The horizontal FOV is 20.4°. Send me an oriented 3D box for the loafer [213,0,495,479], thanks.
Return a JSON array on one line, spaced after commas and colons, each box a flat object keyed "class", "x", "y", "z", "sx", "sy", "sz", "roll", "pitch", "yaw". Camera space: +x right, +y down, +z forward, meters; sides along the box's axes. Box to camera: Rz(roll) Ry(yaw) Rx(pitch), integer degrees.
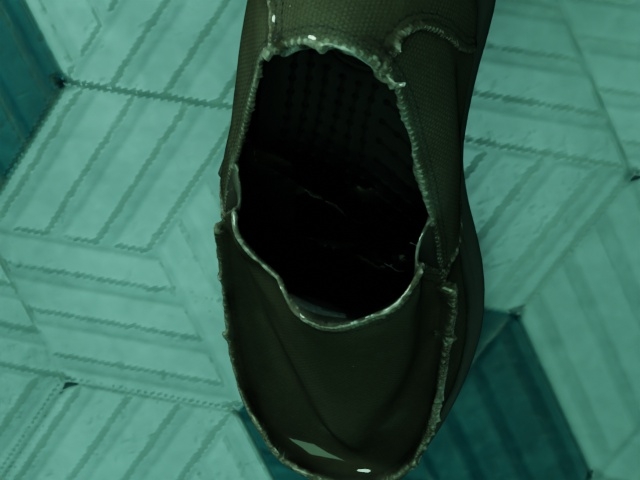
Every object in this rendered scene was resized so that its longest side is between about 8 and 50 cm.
[{"class": "loafer", "x": 0.000, "y": 0.000, "z": 0.820, "sx": 0.134, "sy": 0.130, "sz": 0.366, "roll": 11, "pitch": 134, "yaw": 14}]
